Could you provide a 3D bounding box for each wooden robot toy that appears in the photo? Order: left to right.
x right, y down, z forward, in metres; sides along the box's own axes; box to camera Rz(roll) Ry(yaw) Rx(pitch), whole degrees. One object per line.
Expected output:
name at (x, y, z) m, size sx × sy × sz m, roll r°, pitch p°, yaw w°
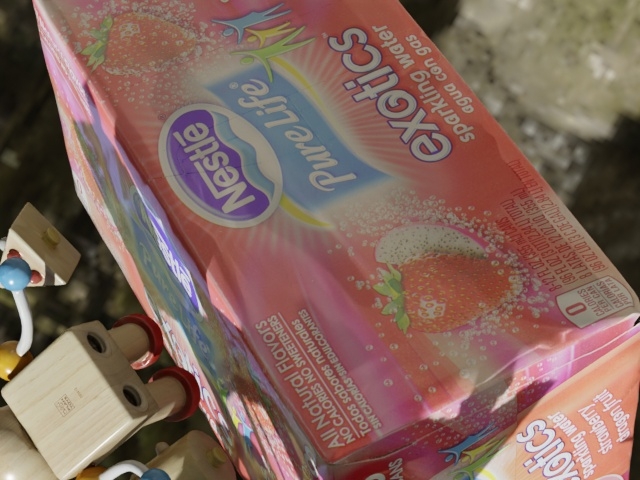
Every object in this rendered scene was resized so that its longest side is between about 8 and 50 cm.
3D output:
wooden robot toy at (-0.090, 0.075, 0.700) m, size 0.173 × 0.079 × 0.076 m, roll 55°, pitch -161°, yaw 11°

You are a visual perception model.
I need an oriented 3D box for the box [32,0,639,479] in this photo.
box at (0.000, 0.000, 0.821) m, size 0.300 × 0.142 × 0.154 m, roll 56°, pitch 162°, yaw 35°
